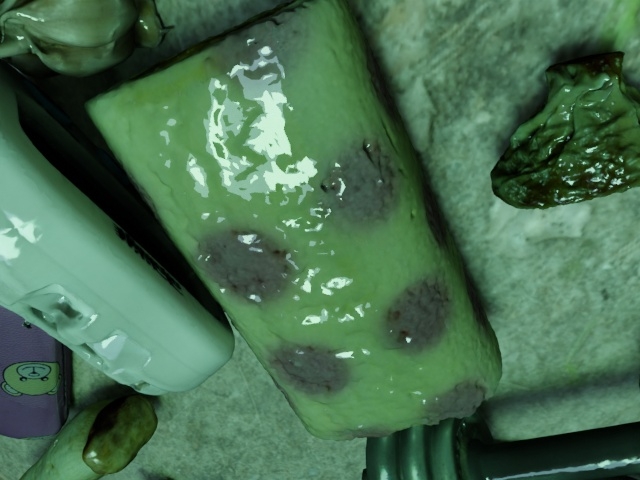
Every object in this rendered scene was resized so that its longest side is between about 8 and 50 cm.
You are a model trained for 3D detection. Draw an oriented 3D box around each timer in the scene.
[{"bbox_3d":[-0.178,-0.008,0.436,0.087,0.237,0.262,-38,130,-2],"label":"timer"}]

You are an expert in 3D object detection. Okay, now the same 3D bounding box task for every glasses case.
[{"bbox_3d":[-0.368,0.138,0.705,0.123,0.075,0.316,13,128,-5],"label":"glasses case"}]

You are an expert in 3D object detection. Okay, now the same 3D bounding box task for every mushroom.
[{"bbox_3d":[-0.326,0.291,0.790,0.087,0.107,0.333,50,128,0],"label":"mushroom"}]

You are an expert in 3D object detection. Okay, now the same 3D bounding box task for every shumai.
[{"bbox_3d":[0.168,-0.075,0.391,0.124,0.099,0.087,-15,103,23],"label":"shumai"}]

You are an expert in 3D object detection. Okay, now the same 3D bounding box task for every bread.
[{"bbox_3d":[0.000,0.000,0.448,0.187,0.155,0.338,-16,120,22],"label":"bread"}]

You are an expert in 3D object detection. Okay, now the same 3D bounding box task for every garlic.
[{"bbox_3d":[-0.193,-0.159,0.373,0.131,0.194,0.127,10,120,17],"label":"garlic"}]

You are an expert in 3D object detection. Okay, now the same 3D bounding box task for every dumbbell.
[{"bbox_3d":[0.213,0.188,0.511,0.406,0.179,0.179,-22,117,30],"label":"dumbbell"}]

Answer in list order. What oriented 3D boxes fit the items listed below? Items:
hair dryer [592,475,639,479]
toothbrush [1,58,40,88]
[{"bbox_3d":[0.327,0.284,0.566,0.352,0.189,0.107,13,128,24],"label":"hair dryer"},{"bbox_3d":[-0.253,-0.128,0.507,0.025,0.029,0.307,-1,125,25],"label":"toothbrush"}]
